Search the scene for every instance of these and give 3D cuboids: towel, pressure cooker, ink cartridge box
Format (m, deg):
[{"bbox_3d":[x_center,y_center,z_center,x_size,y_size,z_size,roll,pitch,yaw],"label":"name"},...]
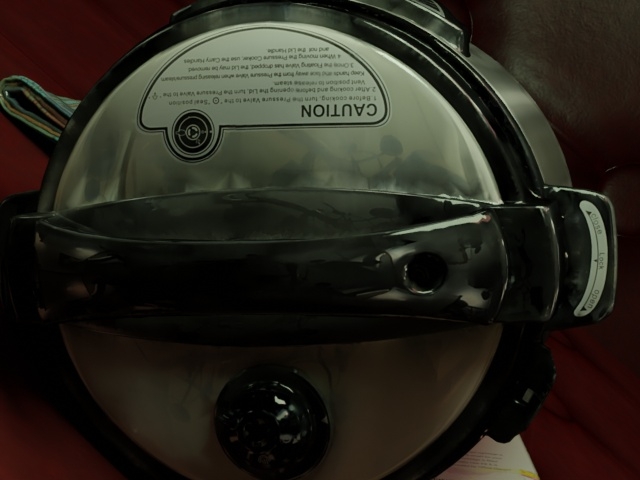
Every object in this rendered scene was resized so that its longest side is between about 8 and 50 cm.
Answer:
[{"bbox_3d":[-0.148,-0.081,1.584,0.271,0.040,0.370,32,9,20],"label":"towel"},{"bbox_3d":[0.002,0.006,1.086,0.375,0.370,0.420,47,14,6],"label":"pressure cooker"},{"bbox_3d":[0.117,0.221,1.247,0.127,0.072,0.175,6,19,-7],"label":"ink cartridge box"}]
